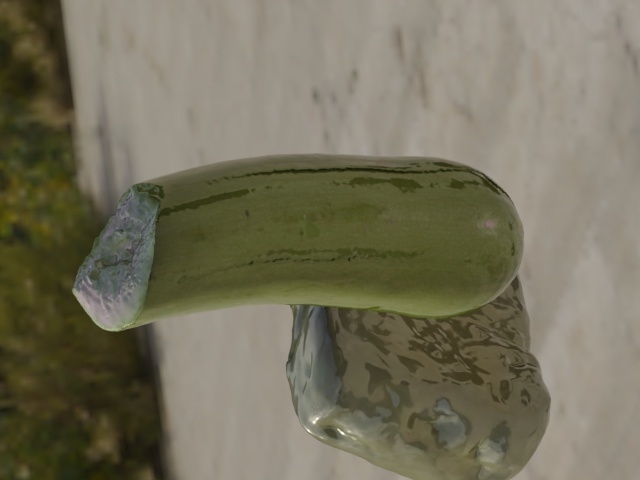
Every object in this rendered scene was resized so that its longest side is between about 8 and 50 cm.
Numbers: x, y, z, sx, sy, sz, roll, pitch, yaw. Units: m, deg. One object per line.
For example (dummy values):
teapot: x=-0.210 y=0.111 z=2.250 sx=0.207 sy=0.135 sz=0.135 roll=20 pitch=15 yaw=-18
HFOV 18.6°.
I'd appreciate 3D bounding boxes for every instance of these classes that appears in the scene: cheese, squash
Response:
cheese: x=0.049 y=0.047 z=1.236 sx=0.093 sy=0.159 sz=0.263 roll=-59 pitch=18 yaw=29
squash: x=0.000 y=0.000 z=0.940 sx=0.083 sy=0.250 sz=0.083 roll=2 pitch=92 yaw=50
